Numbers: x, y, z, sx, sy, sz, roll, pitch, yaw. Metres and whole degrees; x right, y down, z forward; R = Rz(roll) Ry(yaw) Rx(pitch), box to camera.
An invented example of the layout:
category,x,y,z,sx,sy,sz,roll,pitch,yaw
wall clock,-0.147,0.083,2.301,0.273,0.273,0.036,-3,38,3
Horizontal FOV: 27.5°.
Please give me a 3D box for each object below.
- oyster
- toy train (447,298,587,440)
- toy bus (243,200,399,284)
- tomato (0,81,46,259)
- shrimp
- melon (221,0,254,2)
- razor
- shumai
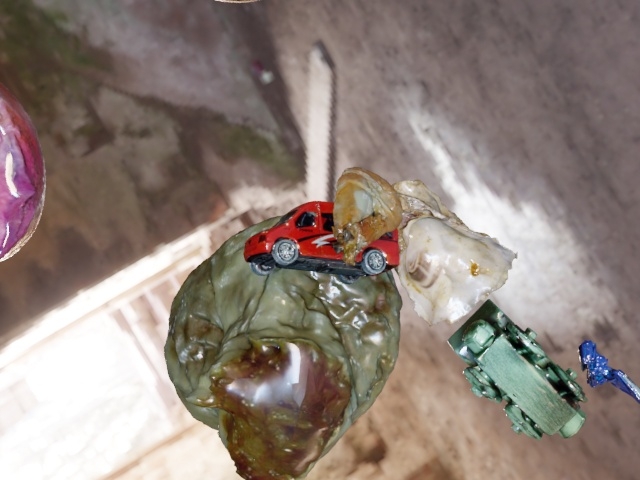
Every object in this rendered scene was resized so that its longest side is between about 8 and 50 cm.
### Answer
category,x,y,z,sx,sy,sz,roll,pitch,yaw
oyster,0.156,0.005,1.789,0.233,0.161,0.107,45,-171,-29
toy train,0.385,0.261,2.565,0.299,0.167,0.238,45,-176,-12
toy bus,0.000,0.000,1.633,0.081,0.195,0.089,-27,61,60
tomato,-0.480,-0.099,1.682,0.176,0.334,0.290,-3,-80,-71
shrimp,0.051,-0.031,1.541,0.091,0.184,0.043,31,127,-3
melon,-0.107,-0.326,1.517,0.099,0.162,0.099,4,-90,-77
razor,0.366,0.254,1.401,0.093,0.056,0.324,58,-171,-63
shumai,-0.067,0.184,1.835,0.324,0.397,0.323,38,-156,-10
